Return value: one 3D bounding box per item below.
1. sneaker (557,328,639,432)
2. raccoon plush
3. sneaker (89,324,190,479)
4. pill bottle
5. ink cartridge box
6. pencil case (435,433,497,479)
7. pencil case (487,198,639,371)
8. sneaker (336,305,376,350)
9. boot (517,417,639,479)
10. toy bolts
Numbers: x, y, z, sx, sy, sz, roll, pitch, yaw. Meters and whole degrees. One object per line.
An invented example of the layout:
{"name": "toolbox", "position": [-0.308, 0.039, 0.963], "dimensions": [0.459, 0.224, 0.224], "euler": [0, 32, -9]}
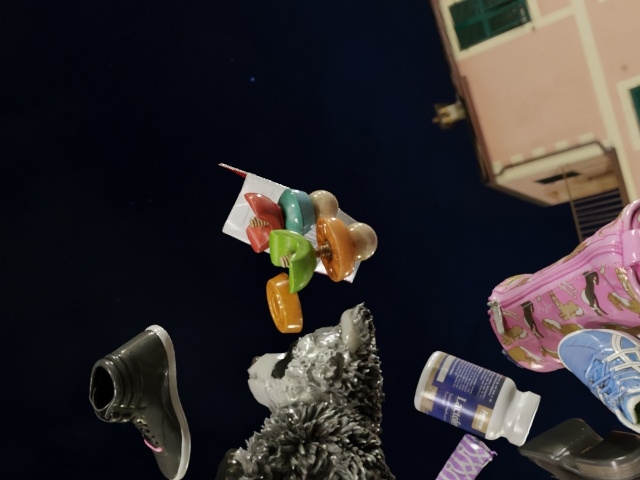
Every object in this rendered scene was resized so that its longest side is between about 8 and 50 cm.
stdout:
{"name": "sneaker", "position": [0.341, 0.156, 0.779], "dimensions": [0.081, 0.211, 0.080], "euler": [4, -74, -34]}
{"name": "raccoon plush", "position": [0.074, 0.290, 0.798], "dimensions": [0.446, 0.216, 0.299], "euler": [40, -121, 9]}
{"name": "sneaker", "position": [-0.321, 0.308, 1.249], "dimensions": [0.147, 0.104, 0.295], "euler": [-20, -70, -42]}
{"name": "pill bottle", "position": [0.369, 0.376, 1.684], "dimensions": [0.153, 0.265, 0.153], "euler": [-50, -30, -43]}
{"name": "ink cartridge box", "position": [-0.063, -0.030, 1.475], "dimensions": [0.130, 0.272, 0.309], "euler": [-67, -18, -1]}
{"name": "pencil case", "position": [0.338, 0.567, 1.721], "dimensions": [0.206, 0.088, 0.086], "euler": [-57, -29, 2]}
{"name": "pencil case", "position": [0.365, 0.071, 0.942], "dimensions": [0.167, 0.386, 0.160], "euler": [-28, -100, -19]}
{"name": "sneaker", "position": [0.074, 0.272, 1.514], "dimensions": [0.146, 0.102, 0.293], "euler": [-83, -3, -70]}
{"name": "boot", "position": [0.362, 0.349, 0.882], "dimensions": [0.091, 0.263, 0.229], "euler": [-25, -92, -13]}
{"name": "toy bolts", "position": [-0.016, 0.016, 1.175], "dimensions": [0.158, 0.218, 0.228], "euler": [-14, -134, -19]}
